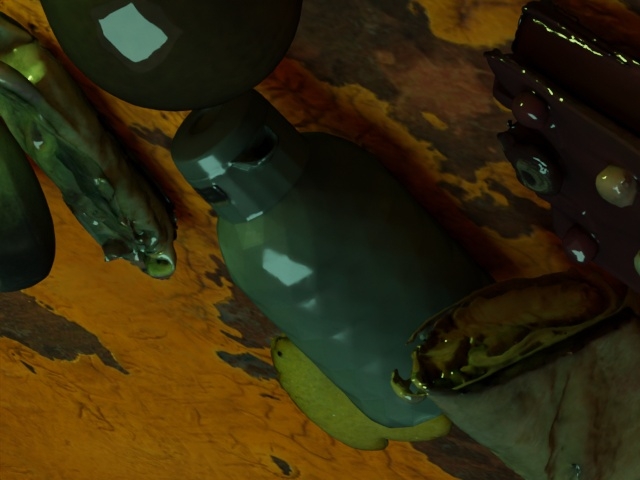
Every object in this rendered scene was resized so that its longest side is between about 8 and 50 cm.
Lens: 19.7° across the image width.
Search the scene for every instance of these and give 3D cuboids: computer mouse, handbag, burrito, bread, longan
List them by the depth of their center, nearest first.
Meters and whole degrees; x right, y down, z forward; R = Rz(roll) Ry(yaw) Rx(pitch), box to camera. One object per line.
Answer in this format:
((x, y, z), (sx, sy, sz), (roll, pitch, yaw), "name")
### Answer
((0.197, -0.027, 1.104), (0.216, 0.074, 0.203), (36, 165, 37), "handbag")
((-0.097, -0.167, 1.135), (0.167, 0.167, 0.187), (4, 124, 46), "longan")
((0.192, 0.118, 1.346), (0.107, 0.175, 0.347), (17, 161, 47), "burrito")
((-0.207, -0.079, 1.538), (0.096, 0.066, 0.309), (12, 148, 41), "burrito")
((-0.373, -0.099, 1.632), (0.374, 0.114, 0.203), (37, 159, 4), "computer mouse")
((0.041, 0.120, 1.659), (0.149, 0.065, 0.188), (-4, 139, 36), "bread")

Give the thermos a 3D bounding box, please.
((0.000, 0.000, 1.372), (0.286, 0.145, 0.182), (46, 166, -27), "thermos")
